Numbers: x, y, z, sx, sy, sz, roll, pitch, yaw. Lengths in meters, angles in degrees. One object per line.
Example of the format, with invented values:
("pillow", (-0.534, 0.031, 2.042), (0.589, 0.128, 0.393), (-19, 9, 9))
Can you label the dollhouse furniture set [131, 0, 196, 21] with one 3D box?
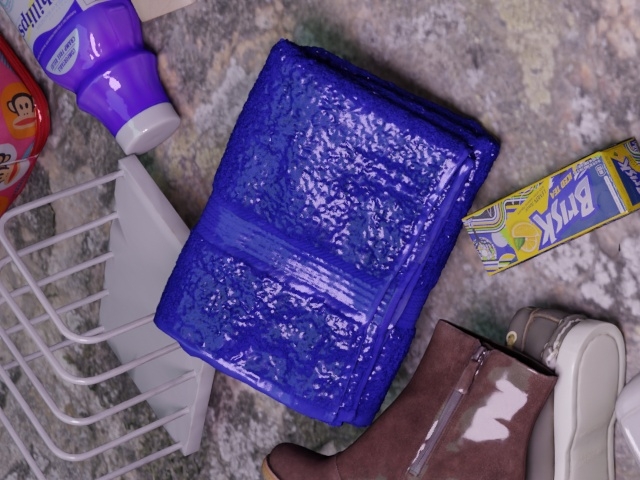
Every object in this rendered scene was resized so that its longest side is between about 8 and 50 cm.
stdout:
("dollhouse furniture set", (-0.063, -0.388, 1.595), (0.198, 0.286, 0.303), (-13, 108, 45))

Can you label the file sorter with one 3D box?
("file sorter", (-0.225, 0.095, 1.958), (0.193, 0.173, 0.277), (52, 148, 28))

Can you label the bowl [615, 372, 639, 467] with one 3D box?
("bowl", (0.314, 0.166, 1.619), (0.142, 0.053, 0.142), (-34, 83, 46))

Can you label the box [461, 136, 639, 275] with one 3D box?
("box", (0.203, -0.027, 1.648), (0.169, 0.054, 0.059), (-28, 86, 45))

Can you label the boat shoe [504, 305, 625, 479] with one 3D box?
("boat shoe", (0.198, 0.205, 1.709), (0.091, 0.109, 0.305), (18, 112, 39))

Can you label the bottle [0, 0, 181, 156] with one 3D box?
("bottle", (-0.243, -0.216, 1.972), (0.283, 0.092, 0.118), (57, 134, 11))

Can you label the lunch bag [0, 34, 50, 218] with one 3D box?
("lunch bag", (-0.442, -0.133, 2.175), (0.258, 0.120, 0.293), (52, 134, 16))

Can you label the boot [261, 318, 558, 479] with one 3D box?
("boot", (0.076, 0.164, 1.690), (0.248, 0.090, 0.206), (22, 98, 32))

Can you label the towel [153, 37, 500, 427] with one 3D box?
("towel", (0.000, 0.000, 1.732), (0.228, 0.076, 0.308), (25, 108, 2))
